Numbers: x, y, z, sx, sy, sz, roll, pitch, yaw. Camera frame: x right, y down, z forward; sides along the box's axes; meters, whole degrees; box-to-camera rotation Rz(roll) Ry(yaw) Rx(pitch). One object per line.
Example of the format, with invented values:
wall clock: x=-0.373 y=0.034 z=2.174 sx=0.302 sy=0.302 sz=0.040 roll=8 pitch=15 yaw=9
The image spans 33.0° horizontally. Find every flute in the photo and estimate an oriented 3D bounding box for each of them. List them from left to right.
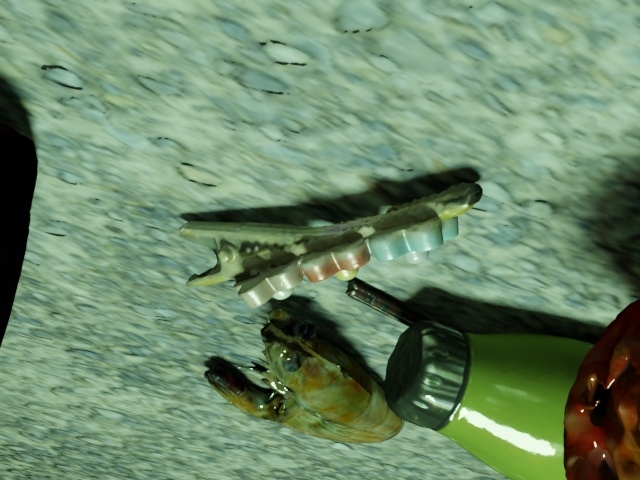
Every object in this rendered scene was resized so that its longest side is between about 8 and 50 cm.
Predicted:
flute: x=0.123 y=0.086 z=0.812 sx=0.270 sy=0.014 sz=0.014 roll=28 pitch=148 yaw=-30

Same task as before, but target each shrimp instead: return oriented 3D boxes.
shrimp: x=-0.034 y=0.114 z=0.881 sx=0.169 sy=0.058 sz=0.296 roll=2 pitch=155 yaw=21

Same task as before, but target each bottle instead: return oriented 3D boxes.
bottle: x=0.173 y=0.124 z=0.764 sx=0.260 sy=0.112 sz=0.112 roll=19 pitch=151 yaw=-16

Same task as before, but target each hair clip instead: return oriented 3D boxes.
hair clip: x=0.002 y=0.006 z=0.654 sx=0.214 sy=0.062 sz=0.056 roll=-6 pitch=107 yaw=31

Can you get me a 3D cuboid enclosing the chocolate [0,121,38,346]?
chocolate: x=-0.284 y=0.043 z=0.601 sx=0.186 sy=0.283 sz=0.283 roll=15 pitch=152 yaw=-7

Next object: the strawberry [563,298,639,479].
strawberry: x=0.311 y=0.097 z=0.562 sx=0.351 sy=0.267 sz=0.312 roll=-7 pitch=-166 yaw=-35
